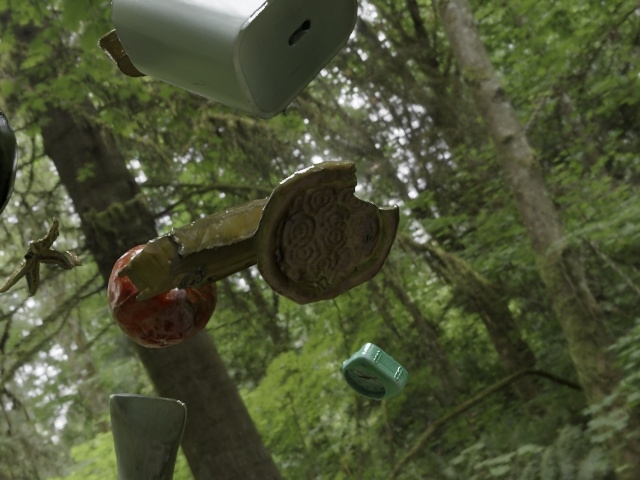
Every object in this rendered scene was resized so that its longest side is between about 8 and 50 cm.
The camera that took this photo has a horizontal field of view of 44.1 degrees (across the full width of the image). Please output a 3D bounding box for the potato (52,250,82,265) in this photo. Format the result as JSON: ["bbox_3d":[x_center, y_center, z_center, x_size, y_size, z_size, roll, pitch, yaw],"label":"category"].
[{"bbox_3d":[-0.574,0.041,1.808,0.093,0.036,0.037,-1,2,40],"label":"potato"}]

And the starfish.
[{"bbox_3d":[-0.599,0.052,1.648,0.176,0.053,0.208,-46,-19,-36],"label":"starfish"}]

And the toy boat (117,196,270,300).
[{"bbox_3d":[-0.219,0.016,1.639,0.445,0.136,0.162,-22,-24,-50],"label":"toy boat"}]

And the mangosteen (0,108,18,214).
[{"bbox_3d":[-0.584,-0.113,1.118,0.275,0.302,0.275,-29,-49,-41],"label":"mangosteen"}]

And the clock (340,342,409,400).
[{"bbox_3d":[0.083,0.234,1.376,0.135,0.101,0.041,-39,14,54],"label":"clock"}]

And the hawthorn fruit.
[{"bbox_3d":[-0.369,0.144,1.781,0.242,0.242,0.271,-11,-30,-44],"label":"hawthorn fruit"}]

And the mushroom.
[{"bbox_3d":[-0.408,0.537,1.731,0.177,0.397,0.126,11,-6,-27],"label":"mushroom"}]

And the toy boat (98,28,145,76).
[{"bbox_3d":[-0.341,-0.376,1.550,0.188,0.061,0.116,-18,-14,-44],"label":"toy boat"}]

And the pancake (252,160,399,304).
[{"bbox_3d":[0.009,-0.005,1.097,0.235,0.029,0.212,31,-80,-39],"label":"pancake"}]

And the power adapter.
[{"bbox_3d":[-0.114,-0.253,0.865,0.187,0.255,0.124,-50,-35,-24],"label":"power adapter"}]
